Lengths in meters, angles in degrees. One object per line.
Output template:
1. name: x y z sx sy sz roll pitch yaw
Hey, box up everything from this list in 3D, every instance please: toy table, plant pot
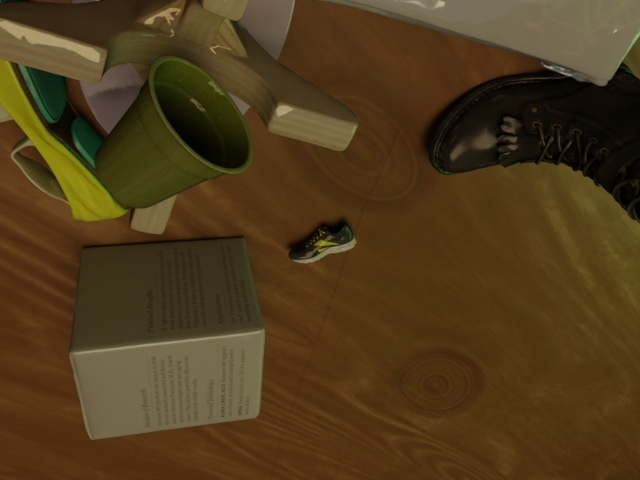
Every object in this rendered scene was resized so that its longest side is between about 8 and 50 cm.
1. toy table: -0.103 -0.152 0.449 0.252 0.161 0.274 1 129 -18
2. plant pot: -0.100 -0.061 0.376 0.079 0.083 0.083 -29 133 28

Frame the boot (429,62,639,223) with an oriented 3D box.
1. boot: 0.261 -0.085 0.570 0.263 0.229 0.091 -22 132 1

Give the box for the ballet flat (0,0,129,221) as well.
1. ballet flat: -0.242 -0.101 0.505 0.077 0.077 0.231 -15 134 5

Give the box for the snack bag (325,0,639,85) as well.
1. snack bag: 0.159 -0.281 0.412 0.323 0.037 0.342 13 139 -9

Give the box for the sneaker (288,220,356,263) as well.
1. sneaker: 0.000 0.000 0.698 0.083 0.031 0.035 -19 118 -7

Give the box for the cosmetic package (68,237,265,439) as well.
1. cosmetic package: -0.165 0.104 0.648 0.184 0.151 0.151 -4 130 -13
